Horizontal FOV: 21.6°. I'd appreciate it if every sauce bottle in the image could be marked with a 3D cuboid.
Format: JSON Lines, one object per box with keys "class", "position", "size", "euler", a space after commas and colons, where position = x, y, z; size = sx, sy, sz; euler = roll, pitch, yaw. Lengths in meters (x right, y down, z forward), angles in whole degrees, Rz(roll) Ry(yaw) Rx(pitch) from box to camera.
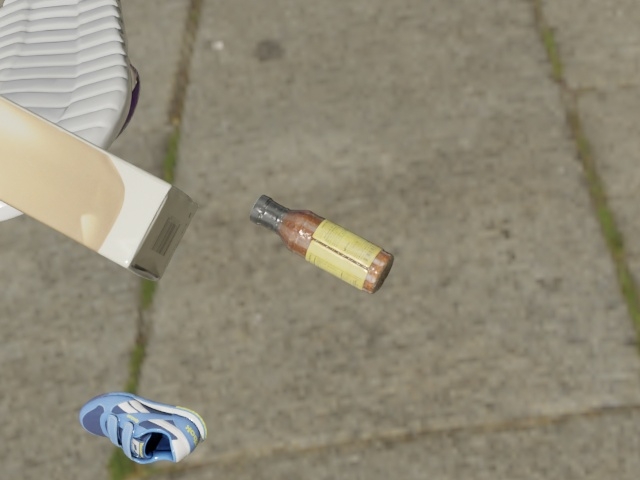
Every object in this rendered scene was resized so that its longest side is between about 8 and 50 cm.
{"class": "sauce bottle", "position": [0.000, 0.000, 1.434], "size": [0.128, 0.042, 0.042], "euler": [31, 41, 12]}

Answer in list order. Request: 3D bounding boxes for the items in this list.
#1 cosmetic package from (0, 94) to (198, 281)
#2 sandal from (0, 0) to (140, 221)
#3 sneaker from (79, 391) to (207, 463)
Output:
{"class": "cosmetic package", "position": [-0.116, -0.028, 0.730], "size": [0.115, 0.041, 0.060], "euler": [27, -3, 12]}
{"class": "sandal", "position": [-0.235, -0.121, 1.523], "size": [0.169, 0.102, 0.416], "euler": [-10, 34, 11]}
{"class": "sneaker", "position": [-0.195, 0.199, 1.766], "size": [0.144, 0.053, 0.059], "euler": [6, 35, 21]}
